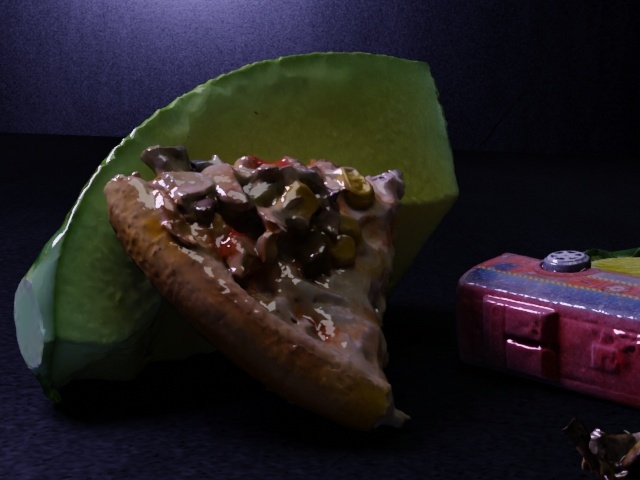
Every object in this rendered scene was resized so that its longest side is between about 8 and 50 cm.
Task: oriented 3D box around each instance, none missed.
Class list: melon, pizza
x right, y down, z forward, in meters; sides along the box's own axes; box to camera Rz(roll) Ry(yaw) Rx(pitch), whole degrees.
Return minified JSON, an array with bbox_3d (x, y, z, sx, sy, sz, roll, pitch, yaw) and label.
[{"bbox_3d":[-0.057,-0.006,0.691,0.124,0.196,0.323,39,32,28],"label":"melon"},{"bbox_3d":[0.000,0.000,0.605,0.185,0.052,0.195,41,35,8],"label":"pizza"}]

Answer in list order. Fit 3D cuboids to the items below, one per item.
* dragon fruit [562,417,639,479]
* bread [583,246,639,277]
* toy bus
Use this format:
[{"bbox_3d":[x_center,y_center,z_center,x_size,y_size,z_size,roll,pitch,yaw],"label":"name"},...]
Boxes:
[{"bbox_3d":[0.215,0.066,0.440,0.246,0.125,0.125,-12,16,26],"label":"dragon fruit"},{"bbox_3d":[0.302,0.033,0.886,0.228,0.034,0.228,4,7,0],"label":"bread"},{"bbox_3d":[0.157,0.050,0.638,0.077,0.065,0.192,-16,18,-42],"label":"toy bus"}]
